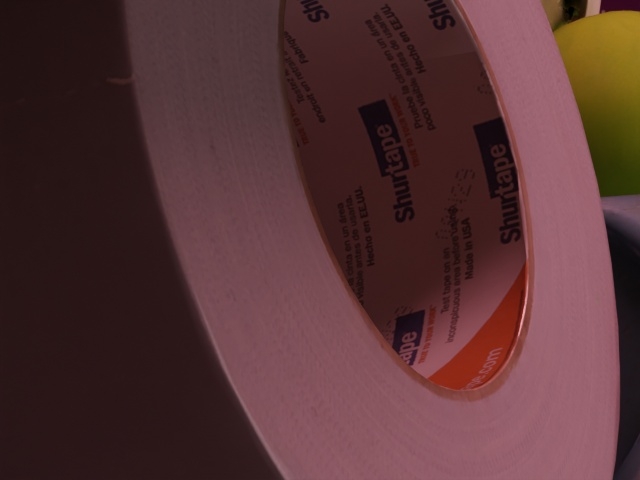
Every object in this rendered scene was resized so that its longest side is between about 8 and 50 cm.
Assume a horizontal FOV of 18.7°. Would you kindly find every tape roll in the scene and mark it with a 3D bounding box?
[{"bbox_3d":[-0.007,-0.012,0.450,0.219,0.072,0.219,35,47,-49],"label":"tape roll"}]

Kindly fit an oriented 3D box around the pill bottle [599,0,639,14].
[{"bbox_3d":[0.156,-0.060,0.996,0.181,0.181,0.323,-40,141,-66],"label":"pill bottle"}]

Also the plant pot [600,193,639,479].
[{"bbox_3d":[0.108,0.097,0.595,0.195,0.290,0.290,41,57,-33],"label":"plant pot"}]

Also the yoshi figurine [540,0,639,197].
[{"bbox_3d":[0.103,0.040,0.826,0.203,0.203,0.362,-52,144,-54],"label":"yoshi figurine"}]
